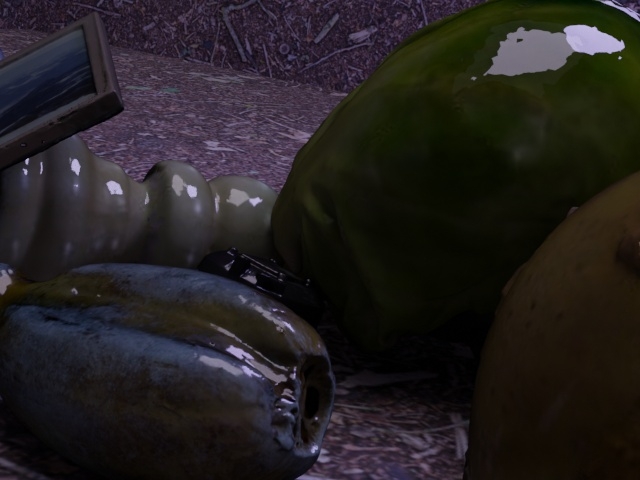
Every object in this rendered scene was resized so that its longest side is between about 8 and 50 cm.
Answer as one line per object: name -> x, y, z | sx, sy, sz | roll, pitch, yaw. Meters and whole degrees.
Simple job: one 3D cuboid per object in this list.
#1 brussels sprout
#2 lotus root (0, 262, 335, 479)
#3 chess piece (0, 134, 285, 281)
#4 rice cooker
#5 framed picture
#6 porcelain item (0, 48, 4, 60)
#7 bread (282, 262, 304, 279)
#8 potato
brussels sprout -> 0.188, -0.071, 0.994 | 0.425, 0.361, 0.343 | -2, 49, -22
lotus root -> -0.141, 0.095, 0.737 | 0.322, 0.140, 0.158 | 10, 38, 29
chess piece -> -0.186, -0.015, 1.066 | 0.330, 0.182, 0.182 | 8, 14, -27
rice cooker -> -0.063, 0.067, 0.911 | 0.112, 0.106, 0.165 | 27, -1, 20
framed picture -> -0.346, -0.098, 0.955 | 0.335, 0.022, 0.247 | -27, 32, -1
porcelain item -> -0.474, -0.154, 1.251 | 0.178, 0.243, 0.405 | -32, 41, -29
bread -> 0.000, 0.000, 1.195 | 0.129, 0.111, 0.114 | 51, -17, -27
potato -> 0.344, 0.079, 0.730 | 0.441, 0.320, 0.385 | 5, 16, -23
